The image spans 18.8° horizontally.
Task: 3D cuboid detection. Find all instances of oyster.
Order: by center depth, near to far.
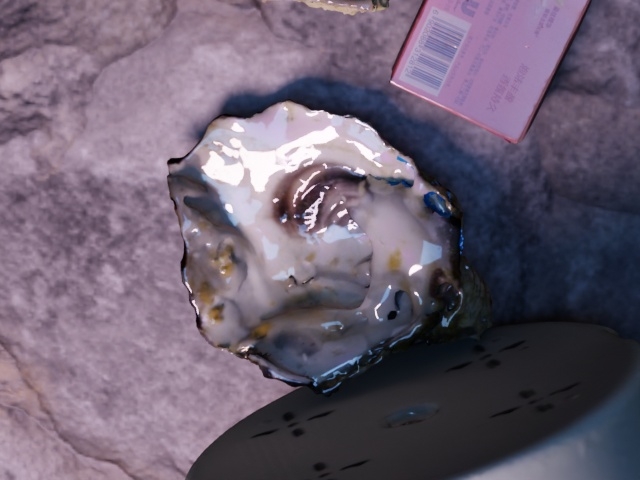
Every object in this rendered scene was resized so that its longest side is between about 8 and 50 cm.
[{"bbox_3d":[0.000,0.000,1.429,0.214,0.083,0.223,-19,85,2],"label":"oyster"}]

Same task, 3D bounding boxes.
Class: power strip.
[{"bbox_3d":[0.073,0.193,1.339,0.357,0.357,0.161,-15,102,10],"label":"power strip"}]

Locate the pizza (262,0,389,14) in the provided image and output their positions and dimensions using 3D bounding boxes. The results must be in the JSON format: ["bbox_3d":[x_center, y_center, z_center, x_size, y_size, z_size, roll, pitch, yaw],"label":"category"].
[{"bbox_3d":[-0.019,-0.251,1.369,0.204,0.080,0.188,7,83,14],"label":"pizza"}]

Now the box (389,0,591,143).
[{"bbox_3d":[0.126,-0.159,1.383,0.111,0.060,0.156,26,109,-2],"label":"box"}]
